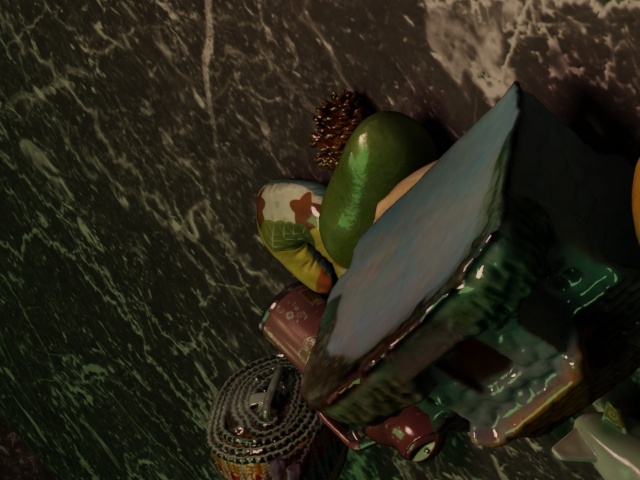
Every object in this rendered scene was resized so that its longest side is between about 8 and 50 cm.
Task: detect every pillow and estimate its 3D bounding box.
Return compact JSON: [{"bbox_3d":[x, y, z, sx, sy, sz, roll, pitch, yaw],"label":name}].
[{"bbox_3d":[0.000,0.000,2.098,0.233,0.086,0.214,8,137,52],"label":"pillow"}]

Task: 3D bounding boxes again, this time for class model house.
[{"bbox_3d":[0.219,0.099,1.573,0.339,0.297,0.360,32,128,-16],"label":"model house"}]

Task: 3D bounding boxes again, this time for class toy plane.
[{"bbox_3d":[0.392,0.294,1.740,0.245,0.117,0.244,37,145,32],"label":"toy plane"}]

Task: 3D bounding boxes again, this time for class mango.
[{"bbox_3d":[0.075,-0.063,1.828,0.114,0.156,0.251,-122,28,-43],"label":"mango"}]

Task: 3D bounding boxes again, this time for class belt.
[{"bbox_3d":[-0.070,0.296,2.300,0.207,0.295,0.160,-2,122,20],"label":"belt"}]

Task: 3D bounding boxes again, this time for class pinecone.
[{"bbox_3d":[0.034,-0.135,1.882,0.102,0.102,0.109,23,127,46],"label":"pinecone"}]

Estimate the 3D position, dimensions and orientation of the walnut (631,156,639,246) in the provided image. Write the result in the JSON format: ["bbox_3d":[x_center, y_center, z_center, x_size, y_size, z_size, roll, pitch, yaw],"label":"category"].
[{"bbox_3d":[0.378,-0.020,1.396,0.159,0.159,0.206,11,123,53],"label":"walnut"}]

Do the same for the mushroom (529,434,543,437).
[{"bbox_3d":[0.248,0.201,1.898,0.127,0.087,0.127,38,144,35],"label":"mushroom"}]

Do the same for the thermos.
[{"bbox_3d":[0.047,0.213,2.178,0.330,0.136,0.109,42,173,24],"label":"thermos"}]

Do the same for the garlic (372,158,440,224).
[{"bbox_3d":[0.178,-0.013,1.746,0.228,0.110,0.217,21,133,2],"label":"garlic"}]
